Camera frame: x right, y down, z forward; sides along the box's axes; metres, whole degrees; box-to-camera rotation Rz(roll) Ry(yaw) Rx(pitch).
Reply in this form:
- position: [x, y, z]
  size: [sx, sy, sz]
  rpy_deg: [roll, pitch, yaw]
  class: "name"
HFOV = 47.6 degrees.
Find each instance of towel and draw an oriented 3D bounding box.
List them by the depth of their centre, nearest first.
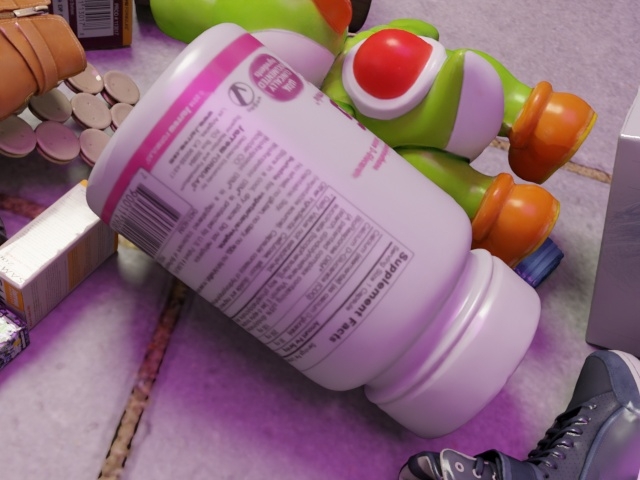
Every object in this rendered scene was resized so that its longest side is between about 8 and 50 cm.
- position: [0.159, -0.005, 0.663]
  size: [0.119, 0.029, 0.067]
  rpy_deg: [44, 55, 16]
  class: "towel"

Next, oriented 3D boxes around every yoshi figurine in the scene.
- position: [0.026, -0.113, 0.624]
  size: [0.362, 0.203, 0.203]
  rpy_deg: [29, 25, -1]
  class: "yoshi figurine"

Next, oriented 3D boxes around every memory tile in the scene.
- position: [-0.207, -0.107, 0.596]
  size: [0.148, 0.012, 0.113]
  rpy_deg: [6, 58, -47]
  class: "memory tile"

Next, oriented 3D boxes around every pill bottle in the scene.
- position: [0.000, 0.000, 0.503]
  size: [0.283, 0.160, 0.160]
  rpy_deg: [39, 52, -6]
  class: "pill bottle"

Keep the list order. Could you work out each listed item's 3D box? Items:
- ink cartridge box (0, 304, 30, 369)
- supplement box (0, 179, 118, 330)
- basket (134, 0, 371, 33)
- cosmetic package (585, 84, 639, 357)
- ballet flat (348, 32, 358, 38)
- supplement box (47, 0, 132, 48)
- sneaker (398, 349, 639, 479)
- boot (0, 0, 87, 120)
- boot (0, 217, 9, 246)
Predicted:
- position: [-0.257, 0.082, 0.475]
  size: [0.063, 0.029, 0.115]
  rpy_deg: [34, 52, 9]
  class: "ink cartridge box"
- position: [-0.192, 0.010, 0.526]
  size: [0.036, 0.062, 0.098]
  rpy_deg: [33, 52, 8]
  class: "supplement box"
- position: [-0.079, -0.306, 0.744]
  size: [0.227, 0.154, 0.204]
  rpy_deg: [-2, 56, -14]
  class: "basket"
- position: [0.341, -0.005, 0.550]
  size: [0.224, 0.224, 0.138]
  rpy_deg: [15, 49, 27]
  class: "cosmetic package"
- position: [0.006, -0.185, 0.730]
  size: [0.206, 0.073, 0.067]
  rpy_deg: [14, 32, -11]
  class: "ballet flat"
- position: [-0.243, -0.288, 0.705]
  size: [0.081, 0.104, 0.188]
  rpy_deg: [-11, 58, -23]
  class: "supplement box"
- position: [0.147, 0.150, 0.508]
  size: [0.163, 0.086, 0.226]
  rpy_deg: [24, 53, -2]
  class: "sneaker"
- position: [-0.277, -0.167, 0.513]
  size: [0.152, 0.073, 0.197]
  rpy_deg: [-37, 96, -35]
  class: "boot"
- position: [-0.394, -0.073, 0.493]
  size: [0.338, 0.118, 0.222]
  rpy_deg: [-1, 56, -18]
  class: "boot"
